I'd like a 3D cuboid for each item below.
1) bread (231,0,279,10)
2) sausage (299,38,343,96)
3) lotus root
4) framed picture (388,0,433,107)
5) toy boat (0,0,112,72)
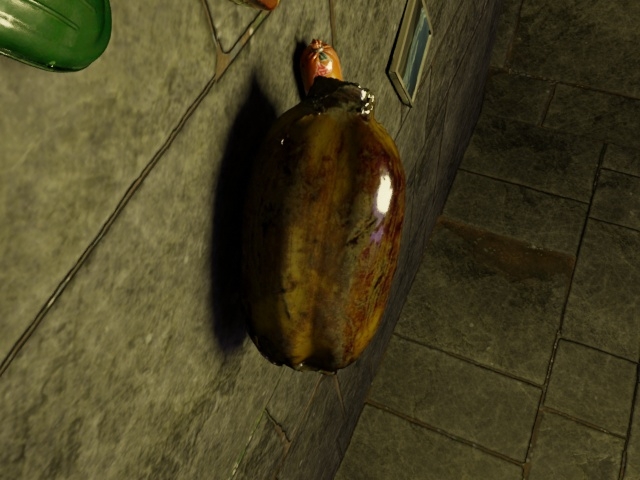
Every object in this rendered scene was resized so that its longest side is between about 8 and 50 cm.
[{"bbox_3d":[-0.060,-0.239,0.515,0.062,0.043,0.109,84,28,-51],"label":"bread"},{"bbox_3d":[0.018,-0.167,0.827,0.347,0.053,0.053,70,41,-65],"label":"sausage"},{"bbox_3d":[0.000,0.000,0.685,0.179,0.196,0.397,-115,-150,-59],"label":"lotus root"},{"bbox_3d":[0.195,-0.408,1.200,0.260,0.023,0.188,8,97,-73],"label":"framed picture"},{"bbox_3d":[-0.166,-0.143,0.264,0.210,0.052,0.104,0,87,-74],"label":"toy boat"}]
